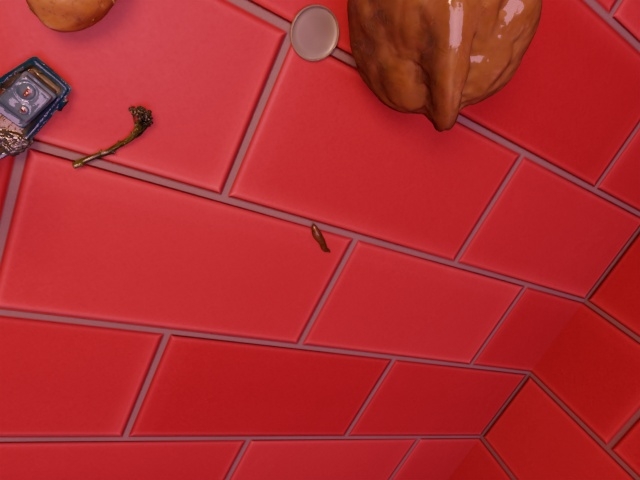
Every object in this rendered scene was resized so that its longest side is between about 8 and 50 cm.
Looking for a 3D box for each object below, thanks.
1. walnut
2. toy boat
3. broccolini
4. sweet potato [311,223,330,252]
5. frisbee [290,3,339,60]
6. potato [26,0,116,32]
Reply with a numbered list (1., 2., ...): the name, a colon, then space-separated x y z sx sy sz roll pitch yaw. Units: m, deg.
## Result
1. walnut: 0.227 -0.428 0.893 0.384 0.383 0.383 -12 123 -18
2. toy boat: -0.548 -0.209 0.797 0.238 0.098 0.109 -42 124 4
3. broccolini: -0.404 -0.195 0.910 0.194 0.054 0.052 -39 146 4
4. sweet potato: 0.000 0.000 1.225 0.026 0.026 0.115 -31 129 -5
5. frisbee: -0.012 -0.434 0.959 0.110 0.014 0.110 -12 125 -18
6. potato: -0.386 -0.411 0.734 0.178 0.118 0.109 -38 83 2
